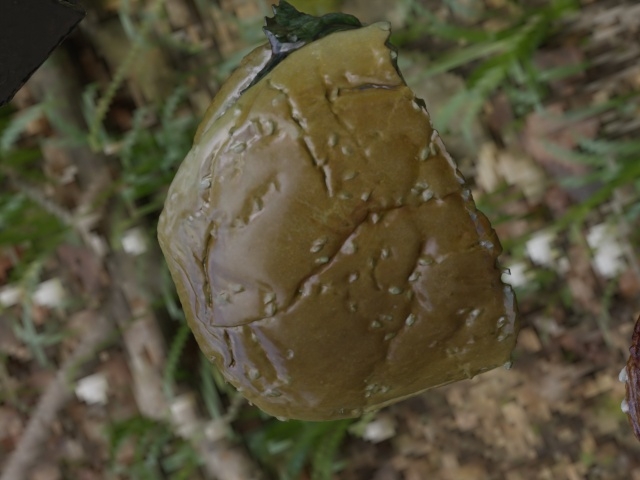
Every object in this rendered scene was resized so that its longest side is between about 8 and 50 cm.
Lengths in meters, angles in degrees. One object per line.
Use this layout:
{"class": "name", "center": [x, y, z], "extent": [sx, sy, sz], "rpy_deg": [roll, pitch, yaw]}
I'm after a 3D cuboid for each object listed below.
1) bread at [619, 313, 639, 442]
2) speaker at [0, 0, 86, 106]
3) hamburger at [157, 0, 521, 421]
{"class": "bread", "center": [0.259, 0.076, 1.090], "extent": [0.073, 0.160, 0.160], "rpy_deg": [20, 132, 68]}
{"class": "speaker", "center": [-0.136, -0.127, 0.601], "extent": [0.040, 0.046, 0.191], "rpy_deg": [21, -148, -51]}
{"class": "hamburger", "center": [0.000, 0.000, 1.268], "extent": [0.132, 0.211, 0.308], "rpy_deg": [-122, 8, -61]}
